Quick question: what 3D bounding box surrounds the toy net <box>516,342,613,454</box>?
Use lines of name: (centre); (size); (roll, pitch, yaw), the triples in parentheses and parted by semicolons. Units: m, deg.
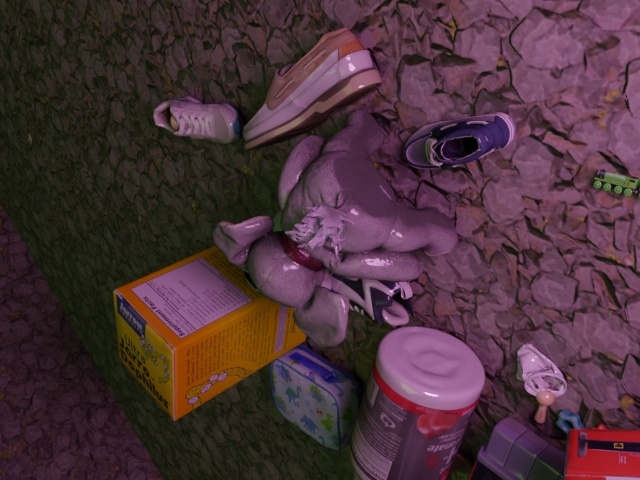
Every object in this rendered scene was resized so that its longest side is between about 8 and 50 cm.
toy net: (0.356, 0.263, 0.937); (0.122, 0.045, 0.232); (-25, 91, 53)

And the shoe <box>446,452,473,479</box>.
shoe: (0.200, 0.408, 1.200); (0.219, 0.058, 0.077); (2, 89, 44)

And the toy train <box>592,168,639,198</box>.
toy train: (0.367, -0.066, 0.760); (0.083, 0.017, 0.024); (24, 118, 39)

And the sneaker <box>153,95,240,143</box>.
sneaker: (-0.251, -0.242, 1.311); (0.228, 0.092, 0.087); (19, 123, 40)

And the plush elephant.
plush elephant: (0.000, 0.000, 0.954); (0.272, 0.330, 0.255); (51, 127, 4)

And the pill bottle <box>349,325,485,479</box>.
pill bottle: (0.147, 0.318, 1.073); (0.176, 0.176, 0.319); (33, 125, 33)

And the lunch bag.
lunch bag: (-0.009, 0.329, 1.359); (0.219, 0.090, 0.176); (22, 127, 40)

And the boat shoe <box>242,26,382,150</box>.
boat shoe: (-0.032, -0.241, 1.053); (0.302, 0.113, 0.103); (-22, 92, 41)

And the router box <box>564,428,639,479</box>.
router box: (0.468, 0.379, 0.741); (0.301, 0.082, 0.336); (-8, 111, 28)

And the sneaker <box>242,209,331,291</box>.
sneaker: (-0.081, 0.007, 1.153); (0.094, 0.151, 0.256); (-59, 32, 26)

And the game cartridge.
game cartridge: (0.314, 0.472, 0.984); (0.230, 0.068, 0.355); (29, 122, 32)

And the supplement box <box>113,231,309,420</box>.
supplement box: (-0.193, 0.147, 1.251); (0.194, 0.356, 0.195); (36, 134, 32)

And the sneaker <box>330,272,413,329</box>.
sneaker: (0.083, 0.112, 1.124); (0.235, 0.094, 0.153); (-50, 63, 39)

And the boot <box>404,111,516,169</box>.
boot: (0.171, -0.133, 0.891); (0.190, 0.086, 0.069); (-13, 101, 51)
